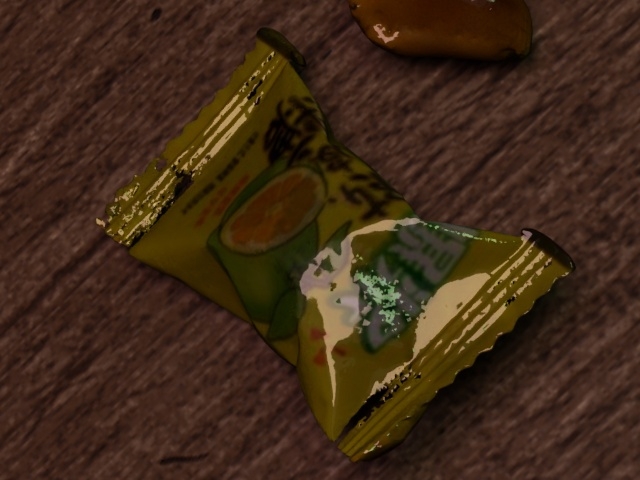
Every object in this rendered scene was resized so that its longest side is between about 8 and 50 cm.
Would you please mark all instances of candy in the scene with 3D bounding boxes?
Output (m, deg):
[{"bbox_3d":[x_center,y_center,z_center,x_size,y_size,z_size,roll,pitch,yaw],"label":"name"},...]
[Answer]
[{"bbox_3d":[0.000,0.000,1.213,0.187,0.081,0.297,-48,54,0],"label":"candy"}]

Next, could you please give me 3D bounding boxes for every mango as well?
[{"bbox_3d":[0.081,-0.154,1.240,0.127,0.063,0.077,17,111,18],"label":"mango"}]
